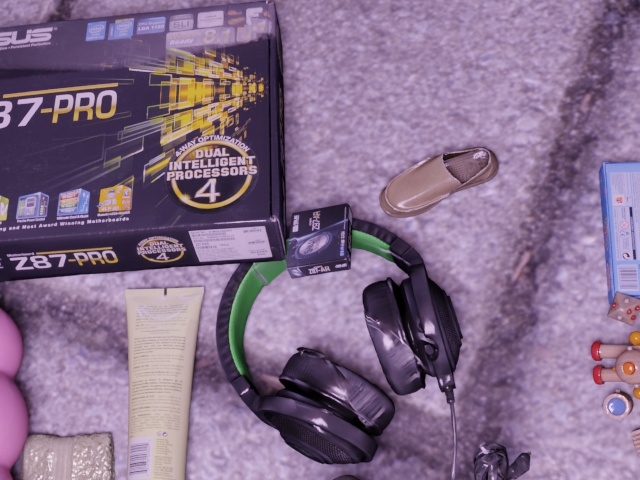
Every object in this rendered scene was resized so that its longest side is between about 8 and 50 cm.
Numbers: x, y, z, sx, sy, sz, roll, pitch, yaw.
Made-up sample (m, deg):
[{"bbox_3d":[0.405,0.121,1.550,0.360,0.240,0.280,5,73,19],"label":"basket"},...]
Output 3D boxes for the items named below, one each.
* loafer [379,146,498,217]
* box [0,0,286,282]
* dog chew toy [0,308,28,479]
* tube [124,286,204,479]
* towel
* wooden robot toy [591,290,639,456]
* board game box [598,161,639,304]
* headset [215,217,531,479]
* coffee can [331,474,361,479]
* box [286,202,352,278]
[{"bbox_3d":[0.135,-0.074,1.121,0.148,0.050,0.056,-26,71,-3],"label":"loafer"},{"bbox_3d":[-0.237,-0.115,1.119,0.395,0.097,0.318,-4,56,4],"label":"box"},{"bbox_3d":[-0.398,0.208,1.008,0.207,0.206,0.331,4,64,7],"label":"dog chew toy"},{"bbox_3d":[-0.175,0.164,1.073,0.070,0.062,0.240,16,61,-35],"label":"tube"},{"bbox_3d":[-0.276,0.283,1.055,0.110,0.027,0.148,-2,72,4],"label":"towel"},{"bbox_3d":[0.316,0.139,1.006,0.076,0.079,0.173,-6,85,26],"label":"wooden robot toy"},{"bbox_3d":[0.424,-0.010,1.078,0.212,0.039,0.160,-1,72,7],"label":"board game box"},{"bbox_3d":[0.049,0.124,0.993,0.243,0.185,0.394,-42,61,-8],"label":"headset"},{"bbox_3d":[0.094,0.363,0.868,0.275,0.201,0.201,24,75,27],"label":"coffee can"},{"bbox_3d":[0.000,0.000,1.049,0.067,0.018,0.083,-9,46,15],"label":"box"}]
